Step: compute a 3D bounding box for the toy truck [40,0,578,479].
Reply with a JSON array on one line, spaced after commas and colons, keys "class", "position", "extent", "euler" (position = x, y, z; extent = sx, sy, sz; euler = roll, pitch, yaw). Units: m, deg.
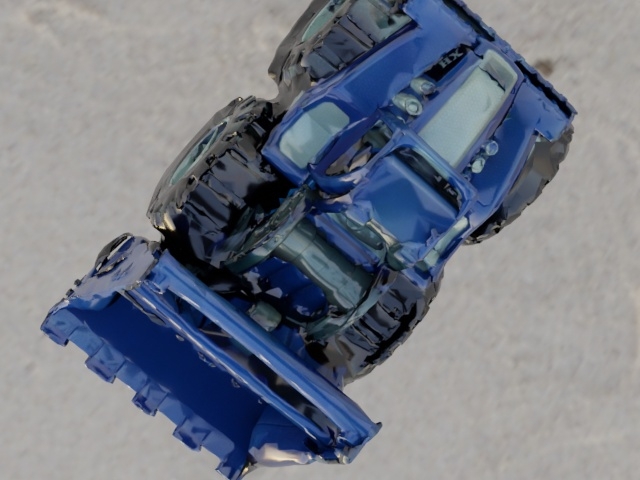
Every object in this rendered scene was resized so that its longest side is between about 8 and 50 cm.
[{"class": "toy truck", "position": [0.000, 0.000, 0.722], "extent": [0.113, 0.126, 0.208], "euler": [40, 96, -15]}]
